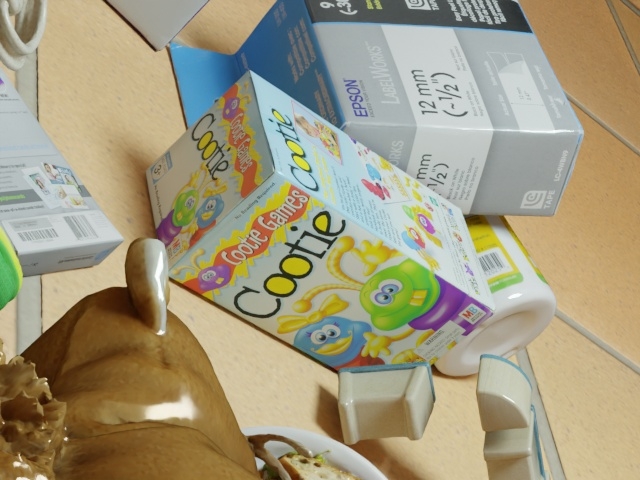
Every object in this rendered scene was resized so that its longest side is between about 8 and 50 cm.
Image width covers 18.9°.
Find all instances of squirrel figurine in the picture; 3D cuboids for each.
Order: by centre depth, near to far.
[{"bbox_3d":[-0.141,0.146,1.040,0.397,0.281,0.370,30,29,-32],"label":"squirrel figurine"}]

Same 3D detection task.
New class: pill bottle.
[{"bbox_3d":[0.118,0.000,1.912,0.136,0.136,0.245,13,41,-54],"label":"pill bottle"}]

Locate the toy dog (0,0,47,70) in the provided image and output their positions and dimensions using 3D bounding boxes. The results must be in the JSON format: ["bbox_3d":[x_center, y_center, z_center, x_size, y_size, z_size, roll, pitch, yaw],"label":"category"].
[{"bbox_3d":[-0.314,-0.168,1.351,0.333,0.161,0.220,-78,168,-56],"label":"toy dog"}]

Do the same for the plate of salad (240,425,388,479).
[{"bbox_3d":[-0.026,0.210,1.246,0.200,0.048,0.200,5,63,-10],"label":"plate of salad"}]

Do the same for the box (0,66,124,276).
[{"bbox_3d":[-0.251,-0.057,1.479,0.186,0.038,0.145,54,24,12],"label":"box"}]

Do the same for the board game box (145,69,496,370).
[{"bbox_3d":[0.000,0.000,1.697,0.275,0.142,0.144,32,28,-34],"label":"board game box"}]

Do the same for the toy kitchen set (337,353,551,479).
[{"bbox_3d":[0.113,0.196,1.692,0.122,0.166,0.207,-72,154,-64],"label":"toy kitchen set"}]

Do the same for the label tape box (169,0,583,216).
[{"bbox_3d":[0.048,-0.144,1.852,0.348,0.115,0.249,3,40,-17],"label":"label tape box"}]

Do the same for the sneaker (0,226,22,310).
[{"bbox_3d":[-0.317,0.002,1.220,0.295,0.109,0.123,28,56,-46],"label":"sneaker"}]

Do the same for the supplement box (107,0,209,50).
[{"bbox_3d":[-0.143,-0.296,1.958,0.111,0.114,0.220,44,24,-8],"label":"supplement box"}]
